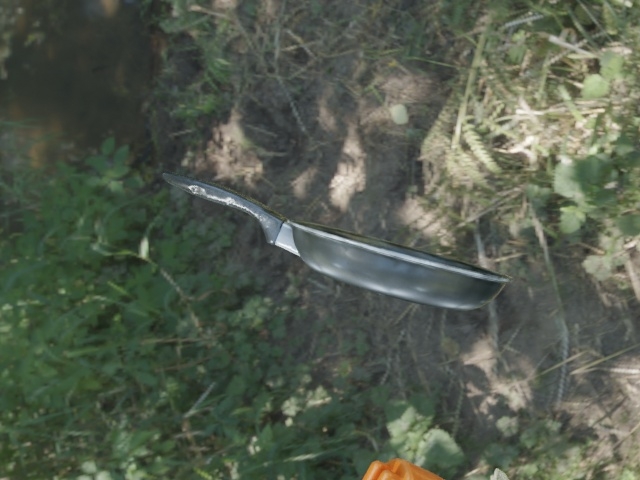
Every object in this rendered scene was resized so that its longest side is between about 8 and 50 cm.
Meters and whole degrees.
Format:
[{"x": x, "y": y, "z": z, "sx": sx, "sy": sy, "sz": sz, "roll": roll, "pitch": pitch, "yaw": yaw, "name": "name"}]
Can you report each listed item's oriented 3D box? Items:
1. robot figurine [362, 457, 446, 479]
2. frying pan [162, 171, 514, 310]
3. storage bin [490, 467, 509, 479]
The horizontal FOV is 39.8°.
[{"x": 0.178, "y": 0.494, "z": 1.668, "sx": 0.158, "sy": 0.219, "sz": 0.128, "roll": -34, "pitch": 35, "yaw": 44, "name": "robot figurine"}, {"x": 0.002, "y": 0.002, "z": 0.752, "sx": 0.326, "sy": 0.197, "sz": 0.053, "roll": 14, "pitch": 93, "yaw": 0, "name": "frying pan"}, {"x": 0.154, "y": 0.477, "z": 1.320, "sx": 0.262, "sy": 0.260, "sz": 0.123, "roll": -15, "pitch": 126, "yaw": 31, "name": "storage bin"}]
